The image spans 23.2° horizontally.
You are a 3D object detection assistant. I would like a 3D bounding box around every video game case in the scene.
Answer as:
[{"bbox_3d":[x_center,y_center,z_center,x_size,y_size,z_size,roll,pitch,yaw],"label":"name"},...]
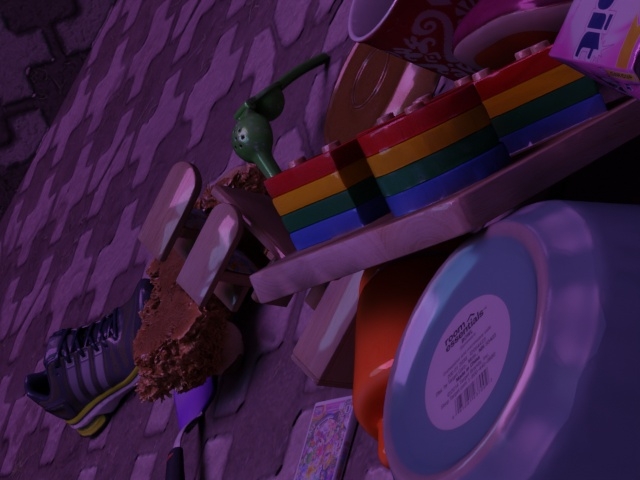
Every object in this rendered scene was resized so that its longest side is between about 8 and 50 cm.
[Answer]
[{"bbox_3d":[0.001,0.206,1.453,0.087,0.011,0.122,-22,48,62],"label":"video game case"}]

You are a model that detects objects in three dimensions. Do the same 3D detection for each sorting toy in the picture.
[{"bbox_3d":[0.096,-0.066,1.150,0.257,0.089,0.255,-28,4,-37],"label":"sorting toy"}]

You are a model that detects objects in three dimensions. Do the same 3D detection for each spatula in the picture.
[{"bbox_3d":[-0.155,0.229,1.765,0.084,0.030,0.296,-53,17,28],"label":"spatula"}]

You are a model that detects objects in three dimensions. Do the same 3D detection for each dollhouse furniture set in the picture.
[{"bbox_3d":[0.000,0.000,1.412,0.242,0.212,0.161,43,112,41],"label":"dollhouse furniture set"}]

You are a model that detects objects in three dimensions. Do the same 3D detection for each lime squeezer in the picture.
[{"bbox_3d":[-0.045,-0.135,1.789,0.059,0.110,0.310,109,169,-45],"label":"lime squeezer"}]

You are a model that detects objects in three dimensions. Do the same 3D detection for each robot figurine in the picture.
[{"bbox_3d":[0.090,0.078,1.207,0.128,0.158,0.219,-14,43,18],"label":"robot figurine"}]

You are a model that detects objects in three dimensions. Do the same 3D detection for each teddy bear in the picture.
[{"bbox_3d":[-0.127,0.047,1.828,0.245,0.113,0.338,-40,27,16],"label":"teddy bear"}]

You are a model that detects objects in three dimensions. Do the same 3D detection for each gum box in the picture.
[{"bbox_3d":[0.219,-0.170,0.943,0.188,0.062,0.107,-65,20,3],"label":"gum box"}]

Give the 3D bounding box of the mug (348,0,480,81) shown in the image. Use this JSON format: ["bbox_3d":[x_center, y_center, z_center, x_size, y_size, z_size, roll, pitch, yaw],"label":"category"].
[{"bbox_3d":[0.122,-0.198,1.364,0.113,0.169,0.150,-58,21,22],"label":"mug"}]

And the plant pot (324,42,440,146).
[{"bbox_3d":[0.064,-0.171,1.678,0.236,0.032,0.236,-50,27,37],"label":"plant pot"}]

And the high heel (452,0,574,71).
[{"bbox_3d":[0.244,-0.241,1.175,0.377,0.127,0.181,-15,61,48],"label":"high heel"}]

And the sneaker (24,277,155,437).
[{"bbox_3d":[-0.303,0.154,2.103,0.300,0.121,0.111,-52,25,34],"label":"sneaker"}]

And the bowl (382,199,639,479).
[{"bbox_3d":[0.153,0.098,0.980,0.311,0.163,0.311,-49,27,36],"label":"bowl"}]
